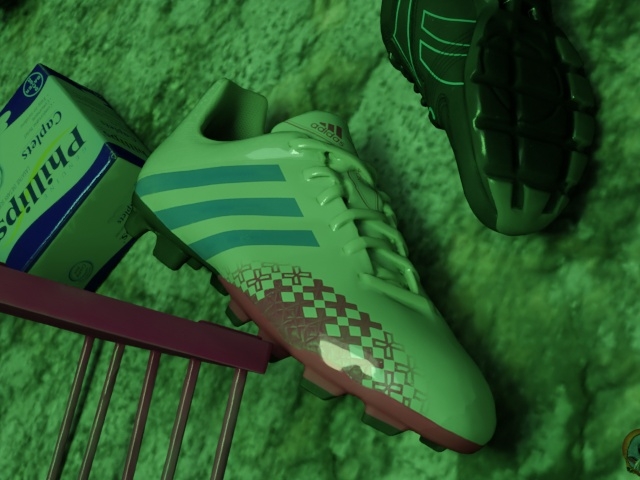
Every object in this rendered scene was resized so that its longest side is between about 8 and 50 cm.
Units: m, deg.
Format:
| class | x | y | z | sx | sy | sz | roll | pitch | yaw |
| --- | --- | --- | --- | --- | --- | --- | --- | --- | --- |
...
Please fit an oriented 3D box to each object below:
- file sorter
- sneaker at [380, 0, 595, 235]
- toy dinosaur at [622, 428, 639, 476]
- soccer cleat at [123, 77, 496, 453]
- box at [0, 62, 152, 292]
| class | x | y | z | sx | sy | sz | roll | pitch | yaw |
| --- | --- | --- | --- | --- | --- | --- | --- | --- | --- |
| file sorter | -0.199 | 0.113 | 0.845 | 0.290 | 0.202 | 0.182 | 1 | 75 | 62 |
| sneaker | 0.098 | -0.119 | 0.876 | 0.106 | 0.101 | 0.267 | -33 | 53 | 47 |
| toy dinosaur | 0.203 | 0.108 | 0.738 | 0.082 | 0.047 | 0.090 | 13 | 46 | 47 |
| soccer cleat | 0.000 | 0.000 | 0.863 | 0.331 | 0.116 | 0.143 | 36 | 95 | 40 |
| box | -0.198 | -0.042 | 1.050 | 0.126 | 0.072 | 0.137 | -51 | 52 | 8 |
